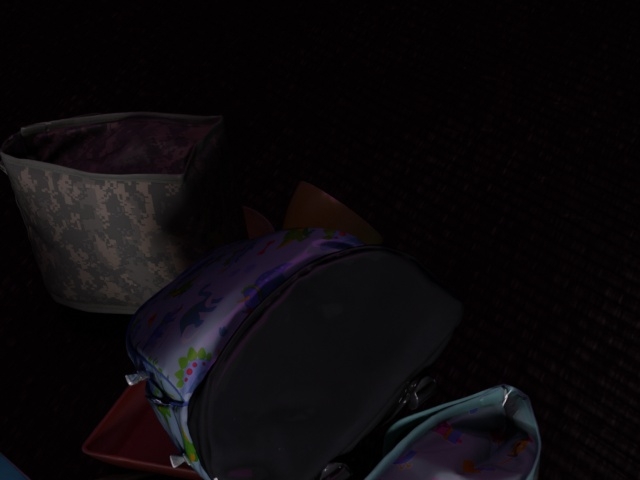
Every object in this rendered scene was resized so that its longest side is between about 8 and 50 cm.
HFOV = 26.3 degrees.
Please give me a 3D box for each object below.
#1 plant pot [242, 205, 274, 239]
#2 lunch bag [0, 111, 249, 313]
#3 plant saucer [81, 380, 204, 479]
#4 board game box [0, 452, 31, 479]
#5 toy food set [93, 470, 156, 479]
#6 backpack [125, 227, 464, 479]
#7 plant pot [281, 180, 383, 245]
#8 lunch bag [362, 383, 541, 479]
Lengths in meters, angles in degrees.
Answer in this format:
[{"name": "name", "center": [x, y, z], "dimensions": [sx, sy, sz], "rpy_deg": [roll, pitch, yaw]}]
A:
[{"name": "plant pot", "center": [-0.172, 0.033, 1.860], "dimensions": [0.236, 0.032, 0.236], "rpy_deg": [-9, 39, 7]}, {"name": "lunch bag", "center": [-0.253, -0.034, 1.747], "dimensions": [0.287, 0.235, 0.169], "rpy_deg": [4, 38, 20]}, {"name": "plant saucer", "center": [-0.105, 0.197, 1.603], "dimensions": [0.258, 0.048, 0.259], "rpy_deg": [6, 36, 23]}, {"name": "board game box", "center": [-0.377, 0.278, 1.432], "dimensions": [0.079, 0.254, 0.336], "rpy_deg": [-35, 43, -26]}, {"name": "toy food set", "center": [-0.183, 0.315, 1.511], "dimensions": [0.132, 0.039, 0.192], "rpy_deg": [-15, 26, -10]}, {"name": "backpack", "center": [-0.055, 0.118, 1.389], "dimensions": [0.273, 0.355, 0.290], "rpy_deg": [45, 78, 3]}, {"name": "plant pot", "center": [0.000, 0.000, 1.785], "dimensions": [0.134, 0.134, 0.095], "rpy_deg": [30, 81, 42]}, {"name": "lunch bag", "center": [0.122, 0.286, 1.293], "dimensions": [0.160, 0.223, 0.262], "rpy_deg": [18, 46, 27]}]
